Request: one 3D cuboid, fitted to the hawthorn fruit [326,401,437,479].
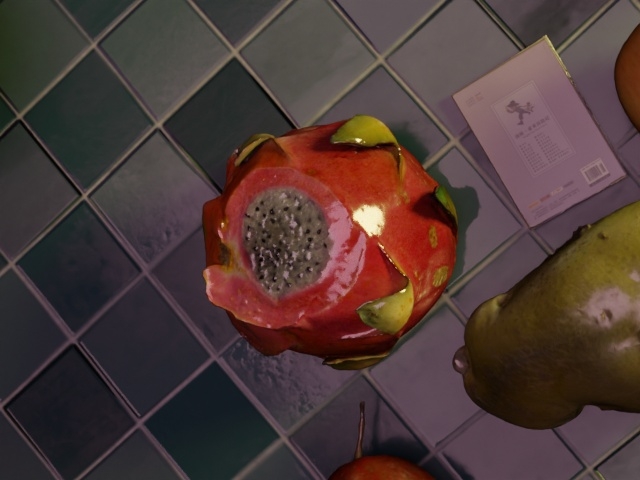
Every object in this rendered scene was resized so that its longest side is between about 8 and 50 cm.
[{"bbox_3d":[0.061,0.295,1.771,0.162,0.162,0.203,-38,60,11],"label":"hawthorn fruit"}]

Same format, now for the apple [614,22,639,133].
[{"bbox_3d":[0.399,-0.161,1.658,0.199,0.199,0.199,0,91,14],"label":"apple"}]

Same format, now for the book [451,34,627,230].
[{"bbox_3d":[0.242,-0.118,1.778,0.127,0.014,0.181,-31,84,12],"label":"book"}]

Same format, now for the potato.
[{"bbox_3d":[0.302,0.087,1.664,0.351,0.218,0.202,-19,60,15],"label":"potato"}]

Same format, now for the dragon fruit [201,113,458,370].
[{"bbox_3d":[0.000,0.000,1.748,0.291,0.189,0.290,0,91,13],"label":"dragon fruit"}]
